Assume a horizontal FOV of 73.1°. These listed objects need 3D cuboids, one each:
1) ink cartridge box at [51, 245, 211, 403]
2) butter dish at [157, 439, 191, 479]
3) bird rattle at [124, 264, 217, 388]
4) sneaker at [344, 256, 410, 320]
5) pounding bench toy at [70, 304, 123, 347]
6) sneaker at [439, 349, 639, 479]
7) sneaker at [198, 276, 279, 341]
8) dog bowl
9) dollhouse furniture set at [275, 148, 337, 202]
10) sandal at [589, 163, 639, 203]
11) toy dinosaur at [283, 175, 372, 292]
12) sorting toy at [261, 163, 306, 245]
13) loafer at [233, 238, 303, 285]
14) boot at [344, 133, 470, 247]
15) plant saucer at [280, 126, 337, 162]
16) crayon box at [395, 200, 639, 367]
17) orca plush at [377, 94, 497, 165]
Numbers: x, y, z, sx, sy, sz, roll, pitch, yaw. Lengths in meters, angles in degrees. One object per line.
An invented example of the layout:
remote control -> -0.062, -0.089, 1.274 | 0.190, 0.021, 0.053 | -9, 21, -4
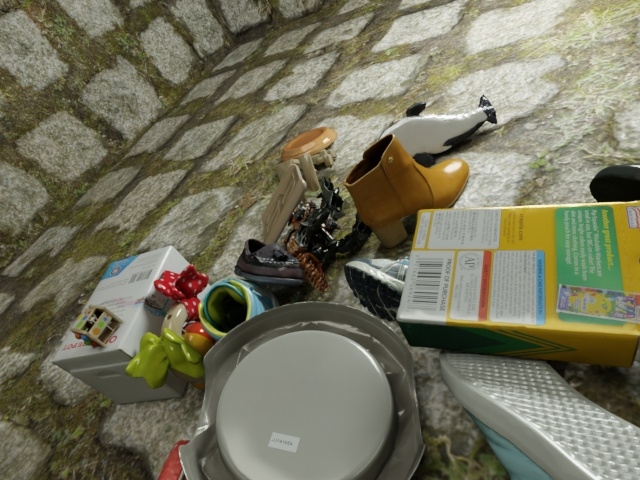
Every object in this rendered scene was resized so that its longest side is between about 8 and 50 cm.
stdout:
ink cartridge box -> -0.395, 0.190, 0.967 | 0.198, 0.197, 0.270 | -14, 41, 23
butter dish -> -0.173, 0.406, 0.638 | 0.159, 0.118, 0.160 | 20, 42, -4
bird rattle -> -0.276, 0.185, 0.875 | 0.142, 0.207, 0.254 | -19, 40, 9
sneaker -> 0.173, 0.080, 0.778 | 0.282, 0.110, 0.122 | 16, 45, 37
pounding bench toy -> -0.434, 0.163, 0.818 | 0.083, 0.052, 0.065 | 0, 49, 34
sneaker -> 0.245, 0.242, 0.503 | 0.135, 0.150, 0.366 | -5, 11, -8
sneaker -> -0.168, 0.123, 0.869 | 0.127, 0.208, 0.319 | -40, 37, -8
dog bowl -> -0.021, 0.253, 0.627 | 0.348, 0.102, 0.349 | -5, 40, 4
dollhouse furniture set -> -0.022, -0.186, 1.268 | 0.143, 0.123, 0.151 | -17, 4, 20
sandal -> 0.512, 0.024, 0.535 | 0.107, 0.167, 0.446 | -49, 36, 8
toy dinosaur -> 0.000, 0.000, 0.977 | 0.218, 0.164, 0.322 | -40, 50, 20
sorting toy -> -0.094, -0.092, 1.121 | 0.193, 0.038, 0.208 | -60, 20, 14
loafer -> -0.122, 0.041, 0.939 | 0.302, 0.108, 0.096 | 0, 83, 64
boot -> 0.191, -0.141, 0.905 | 0.295, 0.211, 0.104 | -43, 38, -14
plant saucer -> -0.043, -0.312, 1.386 | 0.199, 0.037, 0.200 | -22, 26, 11
crayon box -> 0.284, 0.051, 0.587 | 0.322, 0.083, 0.203 | -1, 51, 28
orca plush -> 0.285, -0.284, 1.097 | 0.287, 0.151, 0.102 | -30, 5, 8
